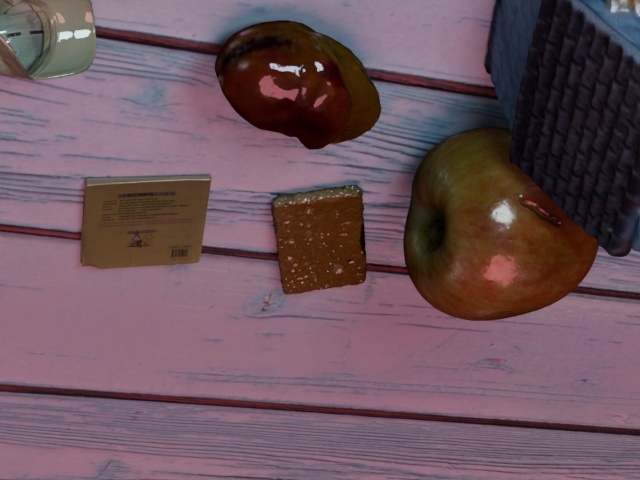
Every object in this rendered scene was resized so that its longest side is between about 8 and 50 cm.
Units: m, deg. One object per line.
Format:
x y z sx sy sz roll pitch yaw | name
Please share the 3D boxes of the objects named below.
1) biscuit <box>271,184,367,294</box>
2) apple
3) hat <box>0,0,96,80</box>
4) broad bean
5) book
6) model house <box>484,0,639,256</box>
0.000 0.000 2.371 0.131 0.025 0.231 -7 146 -3 | biscuit
0.241 -0.020 2.213 0.264 0.264 0.264 -7 145 -5 | apple
-0.333 -0.244 1.908 0.166 0.081 0.122 -12 109 -24 | hat
-0.025 -0.178 2.028 0.156 0.122 0.228 -33 137 25 | broad bean
-0.237 -0.023 2.283 0.168 0.013 0.192 -2 145 -12 | book
0.375 -0.191 1.931 0.297 0.339 0.360 -3 145 -8 | model house
